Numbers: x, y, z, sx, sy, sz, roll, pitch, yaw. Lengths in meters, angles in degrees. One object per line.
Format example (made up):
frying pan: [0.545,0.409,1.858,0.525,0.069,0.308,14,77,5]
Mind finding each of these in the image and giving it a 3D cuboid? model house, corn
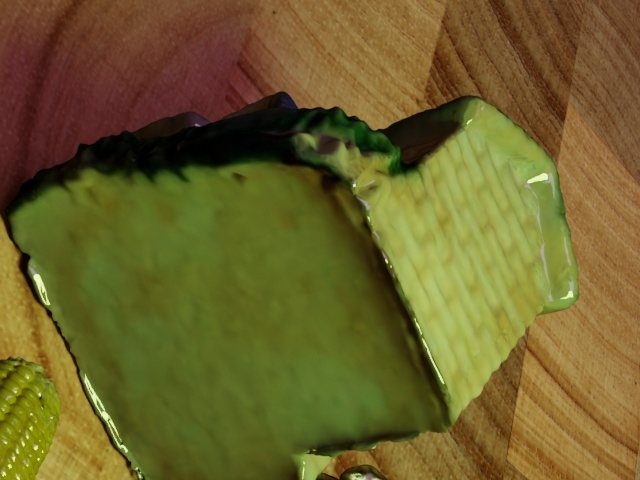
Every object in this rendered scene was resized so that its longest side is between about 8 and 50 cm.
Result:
model house: [0.000,0.000,1.603,0.400,0.445,0.395,-37,105,-49]
corn: [-0.337,0.241,1.354,0.131,0.131,0.344,52,40,-26]

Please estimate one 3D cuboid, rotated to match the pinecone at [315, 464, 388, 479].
pinecone: [0.009,0.364,1.615,0.298,0.296,0.242,-15,77,-20]
